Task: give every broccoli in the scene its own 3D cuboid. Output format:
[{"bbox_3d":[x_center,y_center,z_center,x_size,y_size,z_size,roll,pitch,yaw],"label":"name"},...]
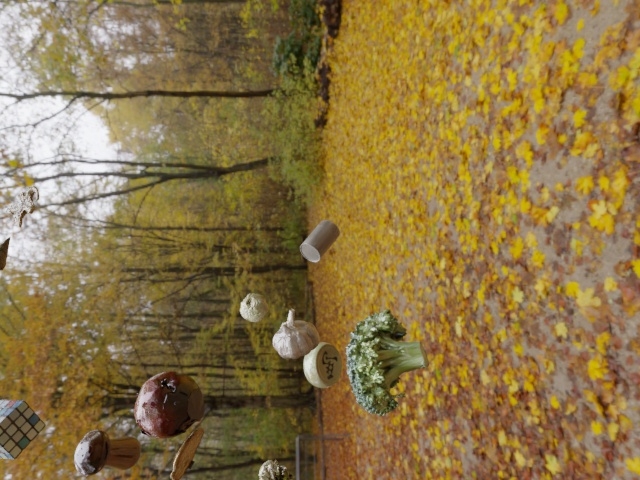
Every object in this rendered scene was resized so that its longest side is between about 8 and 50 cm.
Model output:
[{"bbox_3d":[0.224,0.441,1.620,0.277,0.317,0.338,67,170,-14],"label":"broccoli"}]

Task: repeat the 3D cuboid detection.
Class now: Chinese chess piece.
[{"bbox_3d":[0.016,0.705,2.439,0.101,0.250,0.250,-16,67,40],"label":"Chinese chess piece"}]

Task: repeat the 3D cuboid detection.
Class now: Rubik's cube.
[{"bbox_3d":[-1.201,0.723,1.653,0.155,0.151,0.154,-62,-43,-53],"label":"Rubik's cube"}]

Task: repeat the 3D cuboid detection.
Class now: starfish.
[{"bbox_3d":[-1.007,-0.119,1.456,0.209,0.053,0.150,19,94,41],"label":"starfish"}]

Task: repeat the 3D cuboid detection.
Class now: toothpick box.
[{"bbox_3d":[0.000,0.000,1.935,0.181,0.111,0.111,-51,-22,-37],"label":"toothpick box"},{"bbox_3d":[-1.015,1.013,2.053,0.294,0.192,0.192,47,-145,-54],"label":"toothpick box"}]

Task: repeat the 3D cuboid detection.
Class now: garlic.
[{"bbox_3d":[-0.124,0.418,1.980,0.218,0.218,0.212,-102,-1,-69],"label":"garlic"}]

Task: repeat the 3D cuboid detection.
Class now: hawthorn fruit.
[{"bbox_3d":[-0.672,0.739,1.932,0.316,0.316,0.316,180,90,-85],"label":"hawthorn fruit"}]

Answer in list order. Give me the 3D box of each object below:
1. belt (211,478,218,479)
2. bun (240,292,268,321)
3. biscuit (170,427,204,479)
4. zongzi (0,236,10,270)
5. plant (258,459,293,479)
[{"bbox_3d":[-0.452,1.191,1.874,0.184,0.164,0.289,57,175,-31],"label":"belt"},{"bbox_3d":[-0.259,0.258,1.659,0.069,0.115,0.115,47,-143,-60],"label":"bun"},{"bbox_3d":[-0.604,0.964,1.961,0.260,0.041,0.203,-56,-23,-61],"label":"biscuit"},{"bbox_3d":[-0.951,0.041,1.293,0.076,0.083,0.040,45,177,31],"label":"zongzi"},{"bbox_3d":[-0.095,0.611,1.101,0.122,0.116,0.104,-52,22,33],"label":"plant"}]
